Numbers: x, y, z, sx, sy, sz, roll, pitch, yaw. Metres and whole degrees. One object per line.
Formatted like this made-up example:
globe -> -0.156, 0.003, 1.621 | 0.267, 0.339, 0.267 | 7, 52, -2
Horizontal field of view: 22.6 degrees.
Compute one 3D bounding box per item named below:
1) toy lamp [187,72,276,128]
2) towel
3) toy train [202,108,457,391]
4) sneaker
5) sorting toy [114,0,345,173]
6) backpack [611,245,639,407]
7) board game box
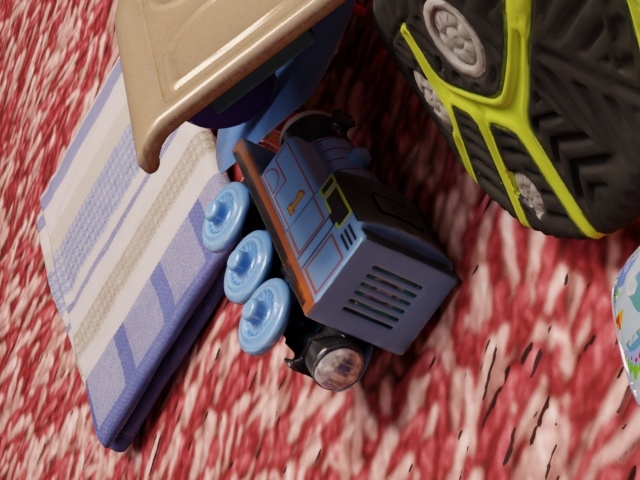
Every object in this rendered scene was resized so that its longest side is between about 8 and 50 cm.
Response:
toy lamp -> -0.062, -0.182, 1.022 | 0.080, 0.080, 0.275 | -54, 24, 33
towel -> -0.130, -0.013, 1.137 | 0.209, 0.034, 0.285 | -58, 34, 24
toy train -> 0.000, 0.000, 0.851 | 0.105, 0.080, 0.184 | -53, 31, 19
sneaker -> 0.142, -0.103, 0.615 | 0.147, 0.145, 0.384 | -37, 7, -19
sorting toy -> -0.020, -0.165, 0.854 | 0.229, 0.041, 0.307 | -40, 26, 10
backpack -> 0.155, 0.036, 0.538 | 0.105, 0.084, 0.114 | -50, 39, 41
board game box -> -0.006, -0.109, 0.959 | 0.168, 0.033, 0.133 | -35, 35, 52
